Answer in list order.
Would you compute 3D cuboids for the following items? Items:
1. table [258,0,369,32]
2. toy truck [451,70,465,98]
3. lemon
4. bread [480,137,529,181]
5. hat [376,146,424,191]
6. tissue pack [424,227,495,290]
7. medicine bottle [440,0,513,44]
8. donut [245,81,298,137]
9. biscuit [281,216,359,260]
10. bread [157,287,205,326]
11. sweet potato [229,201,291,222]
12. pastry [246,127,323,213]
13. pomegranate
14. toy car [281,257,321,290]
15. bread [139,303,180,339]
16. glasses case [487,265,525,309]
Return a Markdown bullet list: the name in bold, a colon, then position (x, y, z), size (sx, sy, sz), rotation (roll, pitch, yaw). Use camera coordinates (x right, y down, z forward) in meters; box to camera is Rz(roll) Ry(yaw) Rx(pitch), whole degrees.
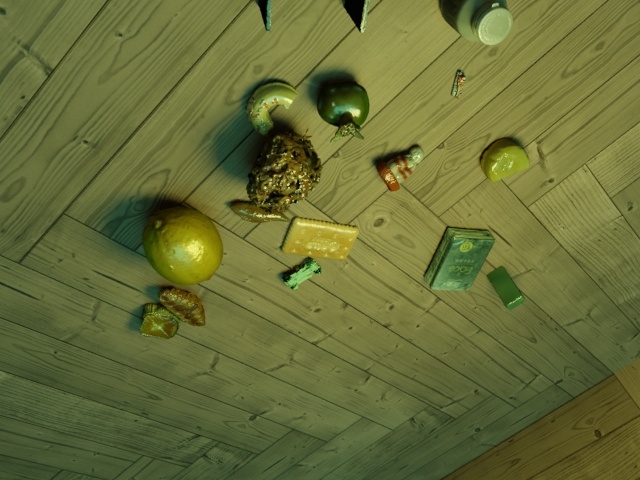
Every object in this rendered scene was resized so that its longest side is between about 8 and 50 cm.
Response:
- **table**: position (-0.013, -0.648, 1.288), size (0.250, 0.196, 0.282), rotation (-4, 131, -14)
- **toy truck**: position (0.415, -0.467, 1.677), size (0.032, 0.024, 0.083), rotation (16, 132, 9)
- **lemon**: position (-0.420, 0.016, 1.719), size (0.236, 0.236, 0.263), rotation (-8, 144, -9)
- **bread**: position (0.614, -0.272, 1.862), size (0.156, 0.086, 0.125), rotation (-19, 122, -4)
- **hat**: position (0.264, -0.238, 1.790), size (0.162, 0.093, 0.112), rotation (-32, 142, 5)
- **tissue pack**: position (0.527, 0.072, 2.132), size (0.185, 0.081, 0.257), rotation (3, 127, -18)
- **medicine bottle**: position (0.405, -0.588, 1.442), size (0.135, 0.215, 0.135), rotation (-8, 131, -9)
- **donut**: position (-0.146, -0.375, 1.569), size (0.108, 0.065, 0.166), rotation (32, 115, -34)
- **biscuit**: position (0.000, 0.001, 1.955), size (0.249, 0.030, 0.160), rotation (9, 127, -22)
- **bread**: position (-0.483, 0.223, 1.980), size (0.105, 0.076, 0.233), rotation (-30, 133, 15)
- **sweet potato**: position (-0.195, -0.086, 1.805), size (0.206, 0.060, 0.068), rotation (8, 113, -12)
- **pastry**: position (-0.097, -0.189, 1.620), size (0.193, 0.275, 0.275), rotation (22, 125, 1)
- **pomegranate**: position (0.071, -0.356, 1.567), size (0.152, 0.191, 0.131), rotation (-7, 148, -8)
- **toy car**: position (-0.068, 0.118, 2.022), size (0.143, 0.054, 0.073), rotation (-33, 132, 8)
- **bread**: position (-0.575, 0.288, 2.014), size (0.140, 0.069, 0.128), rotation (10, 125, -19)
- **glasses case**: position (0.733, 0.187, 2.218), size (0.078, 0.184, 0.039), rotation (-36, 127, 15)
